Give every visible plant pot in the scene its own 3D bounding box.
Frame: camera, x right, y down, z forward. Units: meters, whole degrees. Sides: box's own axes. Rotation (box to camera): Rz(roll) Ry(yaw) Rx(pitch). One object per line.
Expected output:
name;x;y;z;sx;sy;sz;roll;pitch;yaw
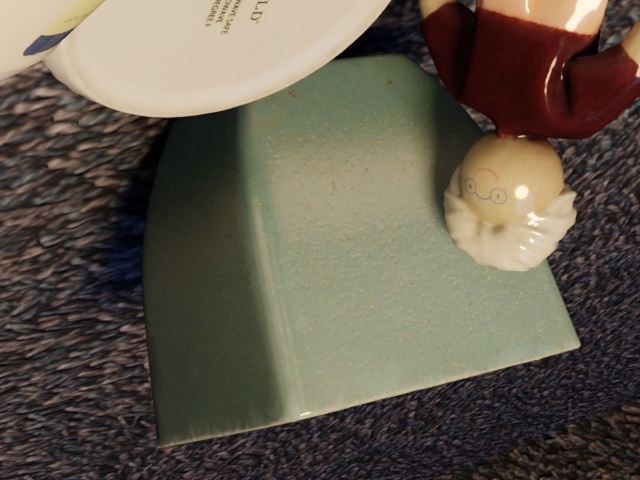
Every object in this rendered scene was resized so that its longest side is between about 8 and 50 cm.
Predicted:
plant pot;0.000;0.000;0.990;0.247;0.252;0.248;-11;173;-30

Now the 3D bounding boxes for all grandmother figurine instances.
grandmother figurine;0.134;-0.144;0.837;0.104;0.208;0.342;-11;115;-34

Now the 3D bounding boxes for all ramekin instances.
ramekin;-0.067;-0.184;0.742;0.272;0.127;0.273;-21;155;-10

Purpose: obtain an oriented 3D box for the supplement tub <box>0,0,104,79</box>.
supplement tub;-0.094;-0.237;0.480;0.325;0.235;0.235;-37;153;23
